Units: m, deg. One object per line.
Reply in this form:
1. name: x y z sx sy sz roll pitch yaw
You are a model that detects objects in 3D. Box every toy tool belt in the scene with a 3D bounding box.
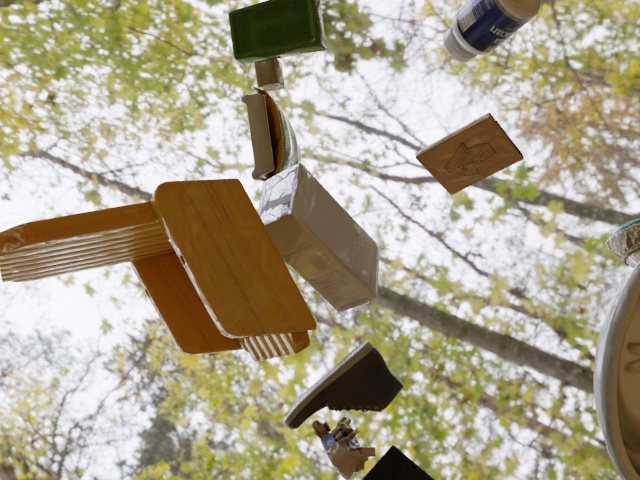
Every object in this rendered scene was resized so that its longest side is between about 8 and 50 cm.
1. toy tool belt: 0.029 0.235 0.914 0.051 0.083 0.052 -33 -51 -3

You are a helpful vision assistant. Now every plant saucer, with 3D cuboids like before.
1. plant saucer: 0.506 0.176 1.137 0.400 0.100 0.400 -3 -85 -34

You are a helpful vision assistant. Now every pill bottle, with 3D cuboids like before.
1. pill bottle: 0.286 -0.376 1.329 0.094 0.169 0.094 10 -114 -25

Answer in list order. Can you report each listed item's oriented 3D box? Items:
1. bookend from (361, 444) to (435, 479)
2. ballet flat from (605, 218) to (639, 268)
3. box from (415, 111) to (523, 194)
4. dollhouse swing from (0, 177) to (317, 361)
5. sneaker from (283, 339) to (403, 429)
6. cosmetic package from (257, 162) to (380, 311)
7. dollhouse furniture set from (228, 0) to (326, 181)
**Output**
1. bookend: 0.037 0.276 0.655 0.157 0.072 0.156 -42 -27 -23
2. ballet flat: 0.589 0.002 1.284 0.116 0.342 0.124 5 -111 -16
3. box: 0.349 -0.198 1.824 0.164 0.201 0.021 40 -145 -35
4. dollhouse swing: -0.244 0.090 1.102 0.305 0.347 0.315 -28 -90 -24
5. sneaker: 0.043 0.300 1.443 0.222 0.118 0.083 -40 -2 -2
6. cosmetic package: 0.000 0.000 1.237 0.231 0.085 0.117 45 -144 -33
7. dollhouse furniture set: -0.041 -0.246 1.357 0.197 0.151 0.302 9 -108 -76
